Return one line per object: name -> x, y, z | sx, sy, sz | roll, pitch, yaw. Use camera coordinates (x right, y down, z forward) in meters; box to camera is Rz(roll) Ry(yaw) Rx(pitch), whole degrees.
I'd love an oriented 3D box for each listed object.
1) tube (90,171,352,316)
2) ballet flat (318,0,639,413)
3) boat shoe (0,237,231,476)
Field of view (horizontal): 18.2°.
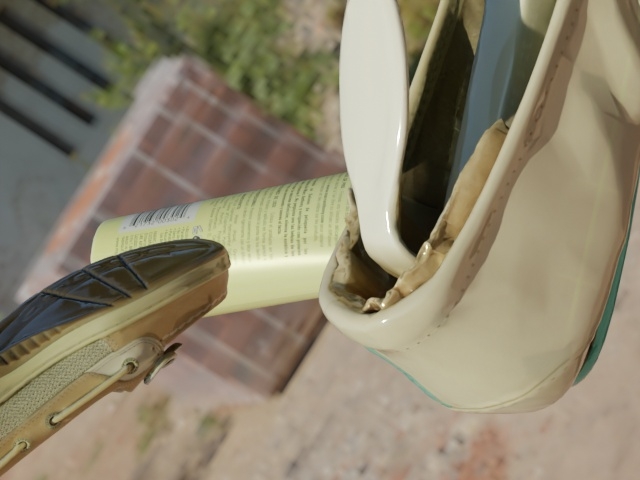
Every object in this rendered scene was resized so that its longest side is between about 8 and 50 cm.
tube -> 0.000, 0.000, 1.025 | 0.240, 0.070, 0.062 | -11, -6, 21
ballet flat -> 0.052, -0.083, 0.475 | 0.086, 0.086, 0.248 | 168, 116, -79
boat shoe -> -0.095, 0.051, 0.719 | 0.153, 0.048, 0.056 | -33, 22, -19
